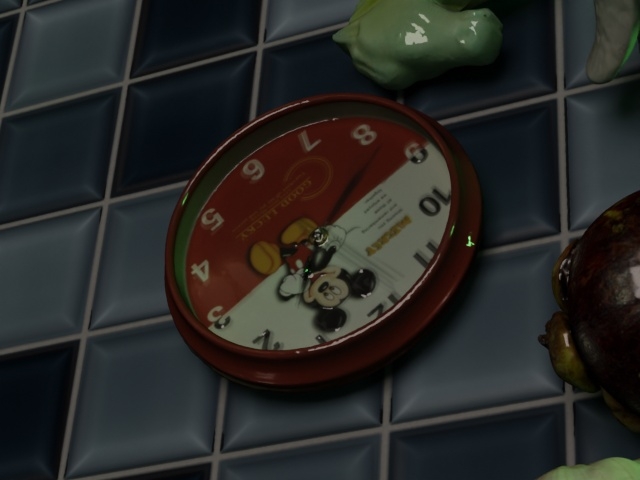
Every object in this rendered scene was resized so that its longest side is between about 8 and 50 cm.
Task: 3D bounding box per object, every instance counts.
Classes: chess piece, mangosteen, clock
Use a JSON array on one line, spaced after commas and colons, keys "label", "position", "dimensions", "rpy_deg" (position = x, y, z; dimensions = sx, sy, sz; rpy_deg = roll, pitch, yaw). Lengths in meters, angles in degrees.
[{"label": "chess piece", "position": [0.142, -0.278, 1.717], "dimensions": [0.176, 0.176, 0.298], "rpy_deg": [27, 86, 41]}, {"label": "mangosteen", "position": [0.265, 0.058, 1.372], "dimensions": [0.217, 0.192, 0.192], "rpy_deg": [-28, 37, 54]}, {"label": "clock", "position": [0.000, 0.000, 1.617], "dimensions": [0.318, 0.080, 0.318], "rpy_deg": [-12, 53, 16]}]

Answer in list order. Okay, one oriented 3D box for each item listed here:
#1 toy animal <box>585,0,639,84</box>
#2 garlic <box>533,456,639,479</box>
[{"label": "toy animal", "position": [0.323, -0.260, 1.505], "dimensions": [0.271, 0.265, 0.206], "rpy_deg": [-43, 45, -4]}, {"label": "garlic", "position": [0.210, 0.274, 1.252], "dimensions": [0.199, 0.199, 0.226], "rpy_deg": [-19, 78, 17]}]
